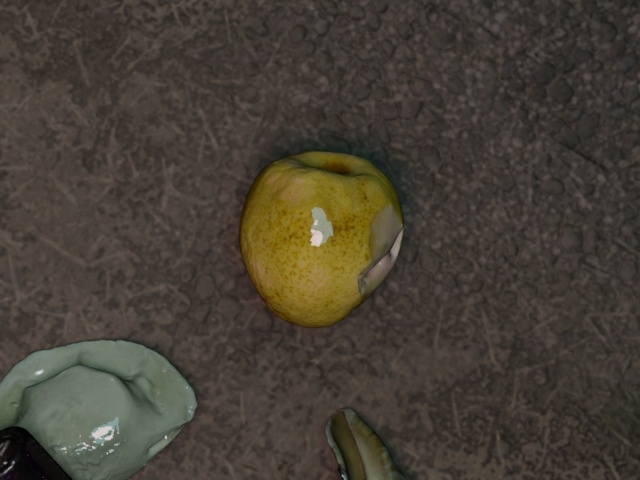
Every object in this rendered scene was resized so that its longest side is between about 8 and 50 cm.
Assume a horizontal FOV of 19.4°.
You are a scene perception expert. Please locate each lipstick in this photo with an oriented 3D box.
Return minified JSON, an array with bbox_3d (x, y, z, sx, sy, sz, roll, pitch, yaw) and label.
[{"bbox_3d":[-0.225,0.298,1.782,0.081,0.081,0.300,-41,118,-10],"label":"lipstick"}]

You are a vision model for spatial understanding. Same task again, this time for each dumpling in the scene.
[{"bbox_3d":[-0.232,0.172,1.820,0.219,0.108,0.153,-24,91,-13],"label":"dumpling"}]

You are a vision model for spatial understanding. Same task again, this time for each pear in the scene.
[{"bbox_3d":[0.000,0.000,1.848,0.178,0.178,0.178,1,86,-10],"label":"pear"}]

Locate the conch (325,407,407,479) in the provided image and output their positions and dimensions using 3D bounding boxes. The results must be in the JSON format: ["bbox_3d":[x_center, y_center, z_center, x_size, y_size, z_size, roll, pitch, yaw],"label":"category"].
[{"bbox_3d":[0.097,0.355,1.851,0.203,0.170,0.386,-22,55,-32],"label":"conch"}]
